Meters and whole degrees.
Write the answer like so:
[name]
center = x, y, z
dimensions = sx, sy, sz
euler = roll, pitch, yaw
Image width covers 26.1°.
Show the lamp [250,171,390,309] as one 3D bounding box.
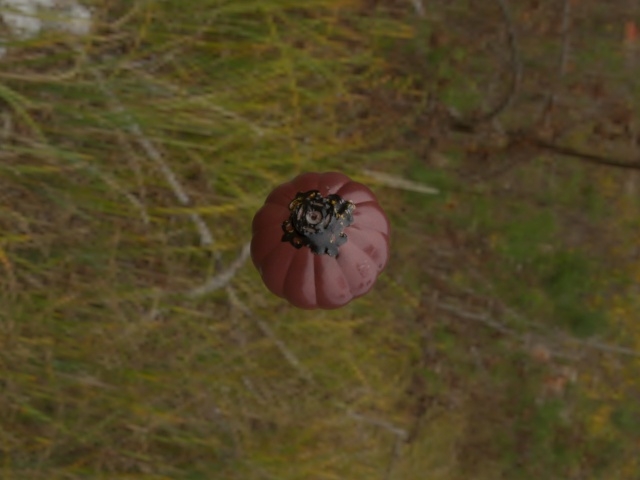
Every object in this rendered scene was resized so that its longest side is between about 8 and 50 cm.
[lamp]
center = 0.000, 0.000, 1.035
dimensions = 0.092, 0.107, 0.107
euler = 72, 35, -66
